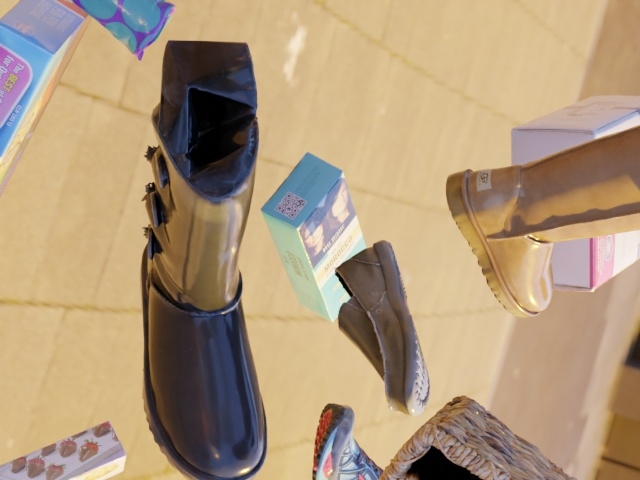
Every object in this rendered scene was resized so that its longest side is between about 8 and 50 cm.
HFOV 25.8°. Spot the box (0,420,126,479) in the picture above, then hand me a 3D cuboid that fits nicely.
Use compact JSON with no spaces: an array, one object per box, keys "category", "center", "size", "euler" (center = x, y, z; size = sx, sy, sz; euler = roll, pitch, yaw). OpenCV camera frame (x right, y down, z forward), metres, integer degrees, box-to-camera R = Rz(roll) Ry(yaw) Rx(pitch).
[{"category":"box","center":[-0.430,0.349,1.957],"size":[0.324,0.063,0.067],"euler":[-21,154,-24]}]

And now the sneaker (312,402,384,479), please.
[{"category":"sneaker","center":[0.053,0.330,1.984],"size":[0.104,0.125,0.261],"euler":[-84,175,-52]}]

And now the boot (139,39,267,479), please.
[{"category":"boot","center":[-0.122,0.040,1.595],"size":[0.445,0.146,0.367],"euler":[112,-36,-56]}]

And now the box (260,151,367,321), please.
[{"category":"box","center":[0.000,0.000,1.801],"size":[0.100,0.060,0.244],"euler":[-52,152,-19]}]

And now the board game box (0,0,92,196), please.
[{"category":"board game box","center":[-0.348,-0.108,1.467],"size":[0.316,0.064,0.242],"euler":[-58,-171,21]}]

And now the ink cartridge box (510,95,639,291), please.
[{"category":"ink cartridge box","center":[0.361,-0.070,1.841],"size":[0.283,0.117,0.207],"euler":[-23,114,-55]}]

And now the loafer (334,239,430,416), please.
[{"category":"loafer","center":[0.069,0.110,1.656],"size":[0.251,0.087,0.094],"euler":[-102,174,-46]}]

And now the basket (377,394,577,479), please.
[{"category":"basket","center":[0.177,0.327,1.390],"size":[0.213,0.299,0.223],"euler":[-54,171,10]}]

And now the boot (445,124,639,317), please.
[{"category":"boot","center":[0.296,-0.017,1.481],"size":[0.236,0.270,0.089],"euler":[50,37,-43]}]

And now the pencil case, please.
[{"category":"pencil case","center":[-0.216,-0.244,1.350],"size":[0.070,0.152,0.064],"euler":[-47,-167,30]}]
